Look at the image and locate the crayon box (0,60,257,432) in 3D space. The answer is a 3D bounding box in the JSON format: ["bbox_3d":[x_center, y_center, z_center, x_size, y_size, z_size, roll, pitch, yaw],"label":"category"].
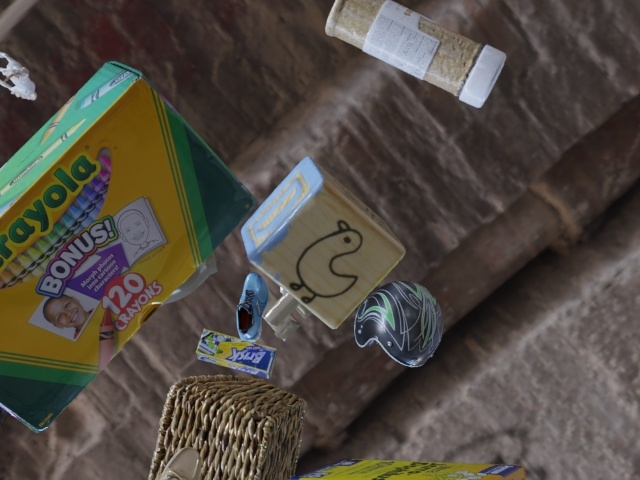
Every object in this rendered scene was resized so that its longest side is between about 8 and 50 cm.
[{"bbox_3d":[-0.210,0.004,0.834,0.165,0.278,0.081,49,169,-35],"label":"crayon box"}]

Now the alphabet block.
[{"bbox_3d":[0.000,0.000,1.684,0.197,0.192,0.193,39,-170,-18],"label":"alphabet block"}]

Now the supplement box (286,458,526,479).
[{"bbox_3d":[0.147,0.478,1.617,0.194,0.356,0.195,2,-96,-60],"label":"supplement box"}]

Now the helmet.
[{"bbox_3d":[0.162,0.163,1.912,0.169,0.169,0.161,49,151,-19],"label":"helmet"}]

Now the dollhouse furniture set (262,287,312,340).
[{"bbox_3d":[-0.099,0.133,2.282,0.123,0.144,0.151,46,-176,23],"label":"dollhouse furniture set"}]

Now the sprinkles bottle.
[{"bbox_3d":[0.190,-0.394,1.957,0.355,0.121,0.121,26,180,4],"label":"sprinkles bottle"}]

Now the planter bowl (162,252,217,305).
[{"bbox_3d":[-0.219,0.014,1.505,0.162,0.109,0.162,168,90,-86],"label":"planter bowl"}]

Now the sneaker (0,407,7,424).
[{"bbox_3d":[-0.725,0.413,2.128,0.170,0.051,0.089,-175,90,-86],"label":"sneaker"}]

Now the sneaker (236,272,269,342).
[{"bbox_3d":[-0.157,0.149,2.220,0.073,0.063,0.162,58,-146,-67],"label":"sneaker"}]

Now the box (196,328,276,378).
[{"bbox_3d":[-0.183,0.249,2.134,0.169,0.059,0.054,15,157,5],"label":"box"}]

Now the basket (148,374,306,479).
[{"bbox_3d":[-0.174,0.407,1.849,0.223,0.299,0.213,16,-168,20],"label":"basket"}]

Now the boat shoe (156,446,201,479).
[{"bbox_3d":[-0.239,0.404,1.570,0.063,0.170,0.059,25,146,1],"label":"boat shoe"}]

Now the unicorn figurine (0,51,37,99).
[{"bbox_3d":[-0.626,-0.337,1.992,0.111,0.060,0.162,27,174,21],"label":"unicorn figurine"}]
